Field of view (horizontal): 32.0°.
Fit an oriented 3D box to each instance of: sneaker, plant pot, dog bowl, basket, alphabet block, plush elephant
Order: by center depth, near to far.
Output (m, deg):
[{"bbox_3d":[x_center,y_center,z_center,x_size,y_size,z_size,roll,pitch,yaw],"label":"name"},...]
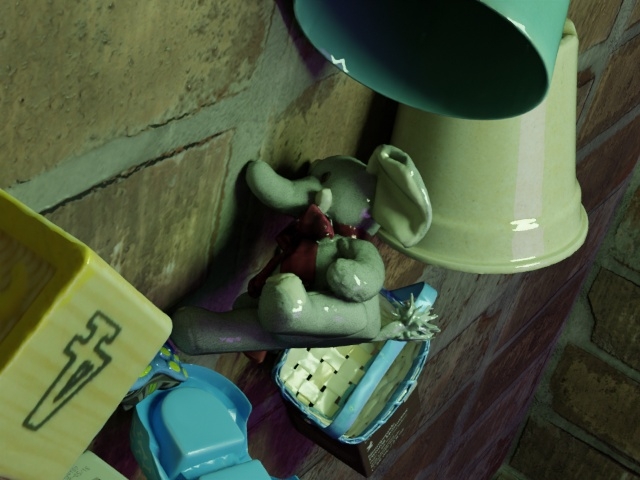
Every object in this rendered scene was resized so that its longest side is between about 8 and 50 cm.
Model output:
[{"bbox_3d":[-0.275,0.073,0.945,0.193,0.192,0.197,-56,157,-11],"label":"alphabet block"},{"bbox_3d":[0.150,-0.308,1.238,0.293,0.293,0.235,62,48,-65],"label":"plant pot"},{"bbox_3d":[-0.223,0.162,1.350,0.078,0.067,0.188,-36,169,17],"label":"sneaker"},{"bbox_3d":[0.000,0.000,1.388,0.330,0.255,0.272,2,167,-29],"label":"plush elephant"},{"bbox_3d":[-0.136,0.291,1.406,0.166,0.297,0.074,-8,142,-43],"label":"dog bowl"},{"bbox_3d":[0.234,-0.169,1.590,0.334,0.334,0.305,-34,136,-45],"label":"plant pot"},{"bbox_3d":[0.055,0.172,1.671,0.254,0.201,0.289,-53,-174,-11],"label":"basket"}]

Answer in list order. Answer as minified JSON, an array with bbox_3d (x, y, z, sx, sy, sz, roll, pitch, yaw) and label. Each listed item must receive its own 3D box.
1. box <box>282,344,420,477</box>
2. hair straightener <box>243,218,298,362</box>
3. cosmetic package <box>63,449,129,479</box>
[{"bbox_3d":[0.055,0.272,1.916,0.168,0.167,0.203,-50,156,-19],"label":"box"},{"bbox_3d":[-0.049,0.066,1.612,0.089,0.047,0.230,-22,134,-56],"label":"hair straightener"},{"bbox_3d":[-0.307,0.437,1.385,0.113,0.160,0.309,-23,140,-56],"label":"cosmetic package"}]
